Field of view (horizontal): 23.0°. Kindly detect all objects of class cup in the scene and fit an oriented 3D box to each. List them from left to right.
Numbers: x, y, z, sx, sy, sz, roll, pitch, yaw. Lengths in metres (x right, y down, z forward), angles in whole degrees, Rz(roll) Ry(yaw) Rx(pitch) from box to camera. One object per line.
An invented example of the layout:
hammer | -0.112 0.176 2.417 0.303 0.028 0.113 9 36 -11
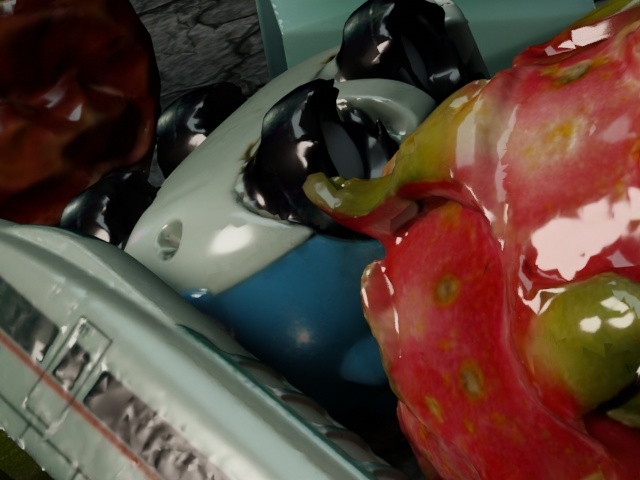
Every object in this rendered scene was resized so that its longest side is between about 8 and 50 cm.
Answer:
cup | 0.079 -0.158 1.165 0.236 0.134 0.148 -12 57 -4

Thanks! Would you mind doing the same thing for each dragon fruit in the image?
dragon fruit | 0.138 0.026 0.615 0.237 0.231 0.302 -18 -21 -23

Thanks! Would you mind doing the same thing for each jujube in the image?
jujube | -0.292 -0.055 1.033 0.377 0.276 0.276 -28 27 -29

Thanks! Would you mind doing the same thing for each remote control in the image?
remote control | 0.101 -0.069 0.924 0.029 0.166 0.065 -24 25 2

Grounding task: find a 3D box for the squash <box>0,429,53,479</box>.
squash | -0.152 0.113 0.814 0.087 0.087 0.331 7 33 40

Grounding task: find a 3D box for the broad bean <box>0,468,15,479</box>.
broad bean | -0.162 0.145 0.593 0.291 0.119 0.238 31 8 17

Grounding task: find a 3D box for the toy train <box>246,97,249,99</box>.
toy train | -0.053 -0.081 1.197 0.045 0.029 0.092 -37 26 -8

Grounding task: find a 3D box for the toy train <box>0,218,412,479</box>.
toy train | -0.070 0.071 0.660 0.407 0.086 0.088 35 96 35

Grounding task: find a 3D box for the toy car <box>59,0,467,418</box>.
toy car | 0.000 0.000 0.829 0.189 0.190 0.255 -25 19 30
